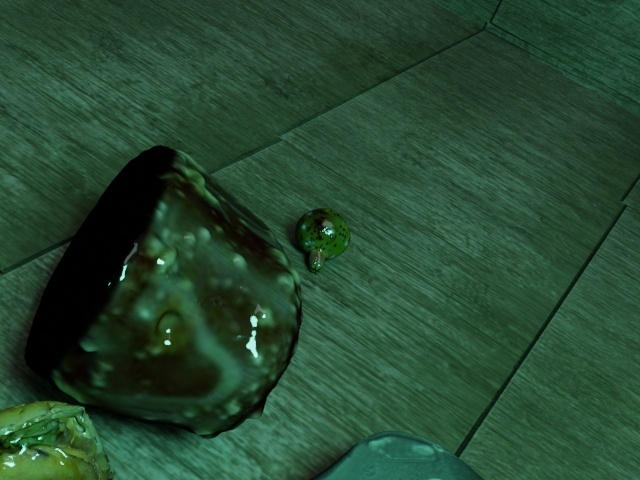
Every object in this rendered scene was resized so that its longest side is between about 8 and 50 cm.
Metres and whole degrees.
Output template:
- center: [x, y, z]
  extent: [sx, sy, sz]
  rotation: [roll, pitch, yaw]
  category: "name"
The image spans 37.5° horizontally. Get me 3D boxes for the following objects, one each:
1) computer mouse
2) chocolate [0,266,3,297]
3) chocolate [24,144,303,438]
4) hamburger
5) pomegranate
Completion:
- center: [0.006, 0.278, 0.806]
  extent: [0.379, 0.090, 0.167]
  rotation: [-11, 40, -34]
  category: "computer mouse"
- center: [-0.369, 0.086, 0.782]
  extent: [0.093, 0.148, 0.214]
  rotation: [28, 29, 16]
  category: "chocolate"
- center: [-0.130, 0.057, 0.907]
  extent: [0.210, 0.225, 0.340]
  rotation: [33, 9, -19]
  category: "chocolate"
- center: [-0.247, 0.172, 0.778]
  extent: [0.176, 0.102, 0.087]
  rotation: [2, 26, -31]
  category: "hamburger"
- center: [-0.003, -0.003, 1.234]
  extent: [0.073, 0.073, 0.084]
  rotation: [34, 48, 15]
  category: "pomegranate"
